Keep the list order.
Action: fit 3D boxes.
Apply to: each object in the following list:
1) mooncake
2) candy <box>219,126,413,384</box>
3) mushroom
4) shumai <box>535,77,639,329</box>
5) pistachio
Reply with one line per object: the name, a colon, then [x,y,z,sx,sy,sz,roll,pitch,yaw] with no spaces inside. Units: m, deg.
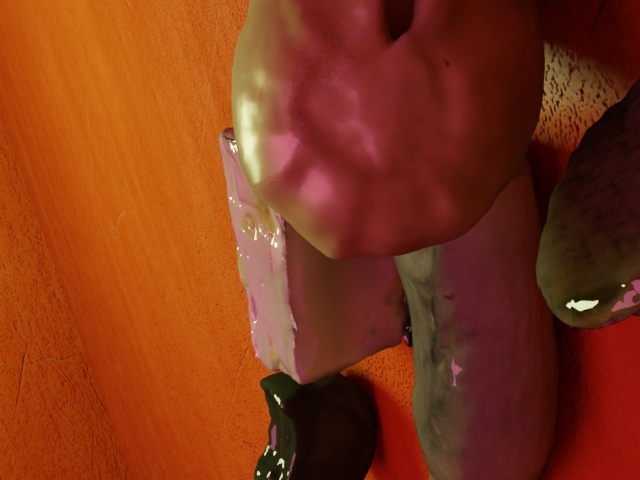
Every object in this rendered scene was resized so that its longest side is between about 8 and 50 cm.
mooncake: [-0.019,0.238,1.066,0.168,0.175,0.104,36,170,-38]
candy: [0.000,0.000,0.880,0.116,0.156,0.265,32,135,54]
mushroom: [0.130,0.103,0.757,0.177,0.126,0.396,-150,45,-64]
shumai: [0.228,-0.018,0.515,0.120,0.201,0.201,30,155,-14]
pistachio: [0.050,-0.127,0.584,0.194,0.318,0.213,18,136,0]
